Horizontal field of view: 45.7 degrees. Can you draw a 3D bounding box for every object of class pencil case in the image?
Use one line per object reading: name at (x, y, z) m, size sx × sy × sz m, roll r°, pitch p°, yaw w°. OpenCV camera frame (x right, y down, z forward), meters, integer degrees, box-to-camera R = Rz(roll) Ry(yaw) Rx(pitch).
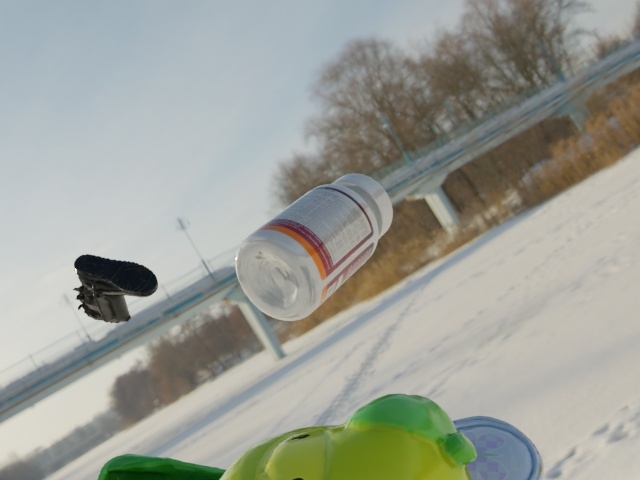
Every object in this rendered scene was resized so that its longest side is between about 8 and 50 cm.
pencil case at (0.153, 0.301, 0.723) m, size 0.113 × 0.273 × 0.124 m, roll -13°, pitch 31°, yaw -11°

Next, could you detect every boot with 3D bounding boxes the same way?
boot at (-0.264, 0.071, 0.986) m, size 0.099 × 0.121 × 0.045 m, roll 95°, pitch -167°, yaw -45°

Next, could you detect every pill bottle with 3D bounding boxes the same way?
pill bottle at (0.000, 0.000, 0.978) m, size 0.121 × 0.121 × 0.221 m, roll -36°, pitch 3°, yaw 42°

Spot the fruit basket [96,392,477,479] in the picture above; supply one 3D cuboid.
fruit basket at (-0.056, 0.264, 0.555) m, size 0.282 × 0.392 × 0.392 m, roll 12°, pitch -12°, yaw -5°
